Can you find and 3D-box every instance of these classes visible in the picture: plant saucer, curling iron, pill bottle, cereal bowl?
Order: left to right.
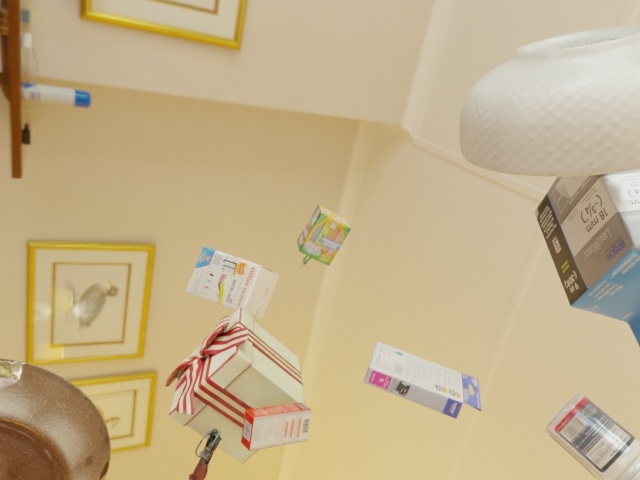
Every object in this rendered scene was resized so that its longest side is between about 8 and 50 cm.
[{"bbox_3d":[-0.276,0.189,0.400,0.036,0.199,0.198,-130,-134,-65],"label":"plant saucer"},{"bbox_3d":[-0.269,0.508,1.067,0.035,0.068,0.274,29,-67,13],"label":"curling iron"},{"bbox_3d":[0.364,-0.212,0.708,0.339,0.339,0.141,29,-43,58],"label":"cereal bowl"},{"bbox_3d":[0.535,0.391,0.949,0.180,0.108,0.108,44,-51,33],"label":"pill bottle"}]

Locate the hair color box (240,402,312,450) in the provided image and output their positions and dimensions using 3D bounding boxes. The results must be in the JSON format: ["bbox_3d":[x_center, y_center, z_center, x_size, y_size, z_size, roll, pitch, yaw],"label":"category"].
[{"bbox_3d":[-0.090,0.386,1.043,0.043,0.141,0.071,12,-86,55],"label":"hair color box"}]

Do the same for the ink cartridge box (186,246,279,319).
[{"bbox_3d":[-0.296,0.146,1.712,0.233,0.168,0.171,17,-99,20],"label":"ink cartridge box"}]

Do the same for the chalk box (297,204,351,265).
[{"bbox_3d":[0.000,0.000,1.843,0.213,0.132,0.132,-60,-167,14],"label":"chalk box"}]

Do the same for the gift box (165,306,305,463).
[{"bbox_3d":[-0.198,0.339,1.205,0.255,0.258,0.276,-46,-163,4],"label":"gift box"}]

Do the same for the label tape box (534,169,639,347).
[{"bbox_3d":[0.523,0.016,0.893,0.240,0.106,0.333,88,-5,-60],"label":"label tape box"}]

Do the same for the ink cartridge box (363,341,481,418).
[{"bbox_3d":[0.286,0.393,1.399,0.186,0.311,0.065,-37,143,-73],"label":"ink cartridge box"}]
